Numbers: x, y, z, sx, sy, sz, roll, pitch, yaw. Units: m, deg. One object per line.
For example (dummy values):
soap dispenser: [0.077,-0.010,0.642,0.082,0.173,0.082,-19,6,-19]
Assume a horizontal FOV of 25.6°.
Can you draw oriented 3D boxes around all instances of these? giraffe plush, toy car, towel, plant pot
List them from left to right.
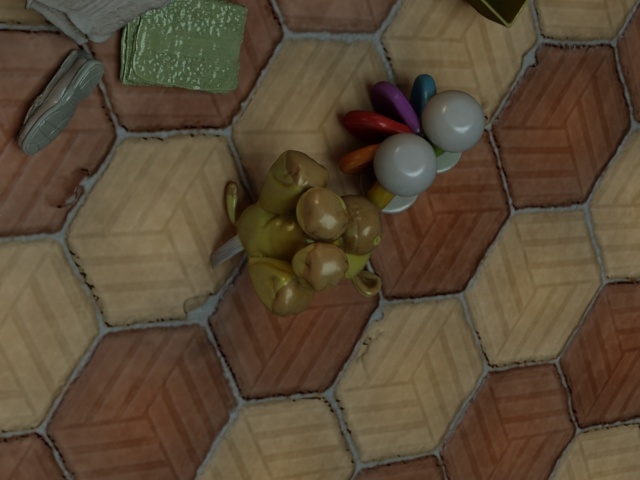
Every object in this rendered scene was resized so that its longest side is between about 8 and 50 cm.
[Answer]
towel: [-0.161,-0.302,1.402,0.282,0.049,0.187,-36,167,6]
towel: [-0.151,-0.219,1.551,0.148,0.027,0.110,1,104,-32]
giraffe plush: [0.000,0.000,1.633,0.170,0.210,0.181,3,79,-39]
toy car: [0.099,-0.126,1.691,0.182,0.159,0.136,-42,87,-14]
plant pot: [0.204,-0.319,1.713,0.081,0.083,0.081,36,85,-35]

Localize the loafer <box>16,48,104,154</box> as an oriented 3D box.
loafer: [-0.281,-0.147,1.489,0.125,0.039,0.045,-51,158,-5]
